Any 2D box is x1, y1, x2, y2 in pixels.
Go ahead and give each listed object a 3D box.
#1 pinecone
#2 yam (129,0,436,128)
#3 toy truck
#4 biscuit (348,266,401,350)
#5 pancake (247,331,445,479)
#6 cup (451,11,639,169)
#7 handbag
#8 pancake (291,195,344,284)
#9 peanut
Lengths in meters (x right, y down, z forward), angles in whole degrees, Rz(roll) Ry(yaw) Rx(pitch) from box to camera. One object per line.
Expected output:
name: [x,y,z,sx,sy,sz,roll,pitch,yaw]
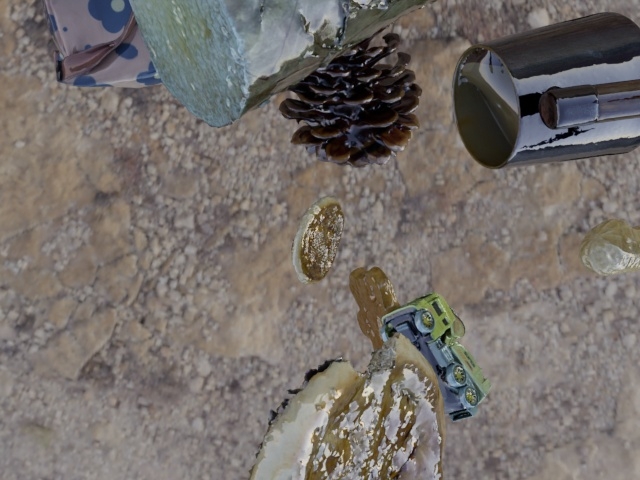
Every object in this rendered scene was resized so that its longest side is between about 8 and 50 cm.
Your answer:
pinecone: [0.045,-0.264,1.548,0.246,0.246,0.292,-3,132,7]
yam: [-0.010,-0.276,0.921,0.348,0.241,0.241,-30,123,-10]
toy truck: [0.183,0.167,1.417,0.085,0.116,0.191,-30,92,43]
biscuit: [0.116,0.158,1.546,0.035,0.184,0.249,-22,92,-18]
pancake: [0.038,0.294,1.194,0.071,0.382,0.382,22,138,40]
cup: [0.270,-0.175,1.044,0.177,0.166,0.239,-12,169,-20]
handbag: [-0.249,-0.311,1.156,0.193,0.190,0.251,-14,108,-14]
pancake: [0.000,0.000,1.618,0.028,0.158,0.158,17,132,27]
peanut: [0.507,0.011,1.596,0.194,0.093,0.083,-8,158,-35]
